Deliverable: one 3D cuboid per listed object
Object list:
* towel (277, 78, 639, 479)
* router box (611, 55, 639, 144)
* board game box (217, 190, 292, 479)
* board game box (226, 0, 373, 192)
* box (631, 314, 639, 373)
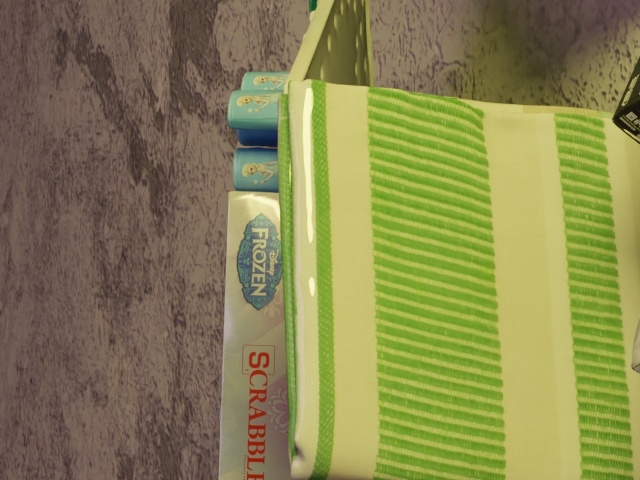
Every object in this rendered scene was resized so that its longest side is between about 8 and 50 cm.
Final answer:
[{"bbox_3d":[0.132,0.032,1.006,0.038,0.325,0.247,143,128,-64],"label":"towel"},{"bbox_3d":[0.213,-0.115,0.900,0.122,0.038,0.092,-62,10,-29],"label":"router box"},{"bbox_3d":[-0.046,0.142,1.474,0.318,0.066,0.318,86,-175,-81],"label":"board game box"},{"bbox_3d":[0.000,0.000,1.258,0.390,0.050,0.389,-75,-18,-63],"label":"board game box"},{"bbox_3d":[0.286,-0.052,0.827,0.231,0.127,0.262,-45,18,51],"label":"box"}]
